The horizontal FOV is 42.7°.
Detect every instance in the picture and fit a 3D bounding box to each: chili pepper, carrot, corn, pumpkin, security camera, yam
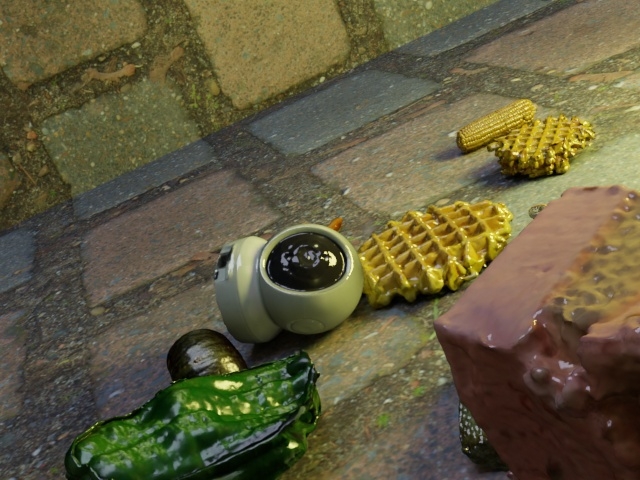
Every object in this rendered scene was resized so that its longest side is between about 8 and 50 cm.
[{"bbox_3d":[-0.133,0.275,1.055,0.385,0.167,0.213,-23,34,-33],"label":"chili pepper"},{"bbox_3d":[0.000,0.000,1.723,0.037,0.037,0.190,-3,25,40],"label":"carrot"},{"bbox_3d":[0.407,-0.264,1.888,0.207,0.068,0.068,-27,22,-3],"label":"corn"},{"bbox_3d":[-0.192,0.202,1.347,0.119,0.107,0.183,-24,23,-18],"label":"pumpkin"},{"bbox_3d":[-0.040,0.073,1.393,0.236,0.194,0.194,-8,25,20],"label":"security camera"},{"bbox_3d":[0.236,0.164,1.025,0.106,0.106,0.259,-12,23,25],"label":"yam"}]

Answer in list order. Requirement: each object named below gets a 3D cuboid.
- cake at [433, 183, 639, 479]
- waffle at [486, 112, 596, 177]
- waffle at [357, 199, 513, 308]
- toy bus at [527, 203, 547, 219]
[{"bbox_3d":[0.317,0.126,0.757,0.293,0.314,0.307,-37,27,-27],"label":"cake"},{"bbox_3d":[0.456,-0.190,1.670,0.193,0.070,0.197,-31,26,-21],"label":"waffle"},{"bbox_3d":[0.189,0.016,1.462,0.329,0.062,0.329,-19,22,8],"label":"waffle"},{"bbox_3d":[0.397,-0.012,1.311,0.074,0.069,0.162,-23,23,-2],"label":"toy bus"}]
